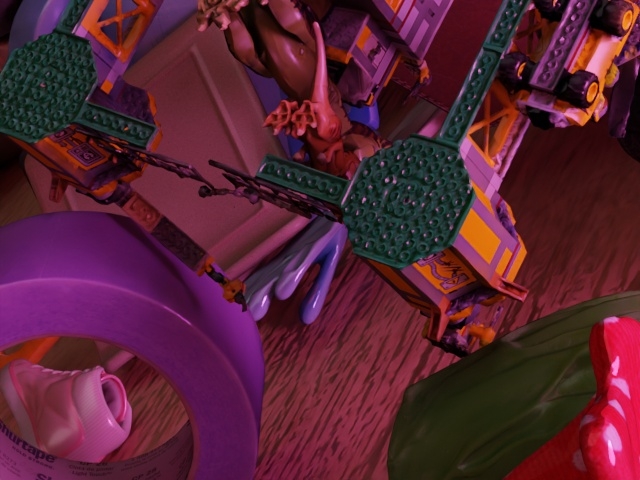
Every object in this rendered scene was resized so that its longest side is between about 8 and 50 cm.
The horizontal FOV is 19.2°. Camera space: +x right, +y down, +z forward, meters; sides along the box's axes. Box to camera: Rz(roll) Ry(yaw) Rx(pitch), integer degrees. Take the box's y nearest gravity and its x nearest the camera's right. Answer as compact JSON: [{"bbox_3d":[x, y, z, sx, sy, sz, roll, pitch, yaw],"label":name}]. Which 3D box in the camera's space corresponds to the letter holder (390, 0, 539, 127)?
[{"bbox_3d":[0.180,-0.192,1.080,0.302,0.214,0.152,-45,21,47],"label":"letter holder"}]

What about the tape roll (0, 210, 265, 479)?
[{"bbox_3d":[-0.125,0.085,0.984,0.189,0.189,0.080,-26,22,14],"label":"tape roll"}]

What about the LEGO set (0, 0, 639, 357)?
[{"bbox_3d":[0.024,-0.072,0.946,0.331,0.192,0.255,10,72,31],"label":"LEGO set"}]

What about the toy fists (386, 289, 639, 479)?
[{"bbox_3d":[0.101,0.123,0.738,0.142,0.096,0.279,-30,22,27],"label":"toy fists"}]

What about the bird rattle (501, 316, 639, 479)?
[{"bbox_3d":[0.192,0.069,0.607,0.253,0.207,0.143,-35,-27,-47],"label":"bird rattle"}]

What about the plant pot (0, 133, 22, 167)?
[{"bbox_3d":[-0.419,-0.131,1.742,0.280,0.323,0.323,-22,17,-24],"label":"plant pot"}]

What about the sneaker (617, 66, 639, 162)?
[{"bbox_3d":[0.217,-0.060,0.983,0.124,0.107,0.283,-33,13,20],"label":"sneaker"}]

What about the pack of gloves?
[{"bbox_3d":[0.000,0.000,1.216,0.232,0.046,0.195,-46,11,-27],"label":"pack of gloves"}]

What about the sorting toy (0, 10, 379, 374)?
[{"bbox_3d":[-0.099,-0.032,1.239,0.348,0.047,0.196,-37,57,21],"label":"sorting toy"}]

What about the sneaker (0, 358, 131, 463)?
[{"bbox_3d":[-0.154,0.101,1.173,0.070,0.051,0.134,-37,30,-1],"label":"sneaker"}]

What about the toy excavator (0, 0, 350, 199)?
[{"bbox_3d":[0.011,-0.167,1.358,0.433,0.222,0.445,-36,32,-27],"label":"toy excavator"}]
